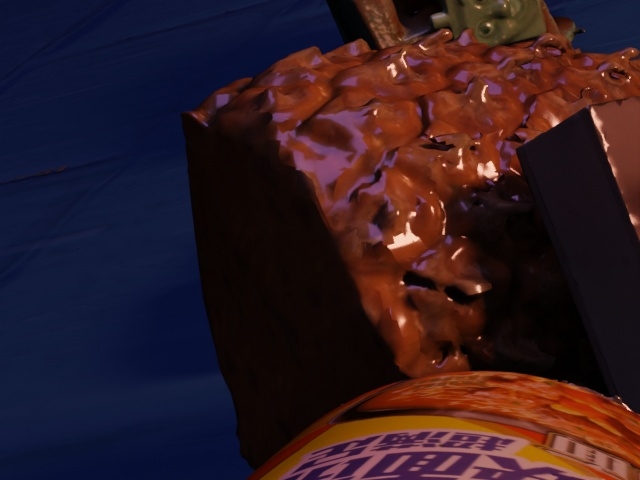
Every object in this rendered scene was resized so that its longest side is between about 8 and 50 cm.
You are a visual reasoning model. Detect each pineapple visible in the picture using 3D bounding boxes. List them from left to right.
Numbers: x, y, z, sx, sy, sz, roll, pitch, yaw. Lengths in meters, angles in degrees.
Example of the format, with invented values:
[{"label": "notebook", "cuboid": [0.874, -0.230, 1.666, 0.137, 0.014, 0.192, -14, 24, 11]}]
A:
[{"label": "pineapple", "cuboid": [0.129, -0.005, 0.817, 0.362, 0.202, 0.202, -15, 14, -25]}]

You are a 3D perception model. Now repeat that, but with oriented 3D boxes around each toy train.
[{"label": "toy train", "cuboid": [0.088, -0.186, 1.487, 0.159, 0.129, 0.326, -25, 18, 3]}]

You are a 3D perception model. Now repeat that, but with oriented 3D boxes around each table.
[{"label": "table", "cuboid": [0.207, -0.015, 0.695, 0.240, 0.121, 0.111, -13, -12, -36]}]

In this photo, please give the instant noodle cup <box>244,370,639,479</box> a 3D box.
[{"label": "instant noodle cup", "cuboid": [0.034, 0.131, 0.494, 0.213, 0.213, 0.174, -15, 10, 14]}]
